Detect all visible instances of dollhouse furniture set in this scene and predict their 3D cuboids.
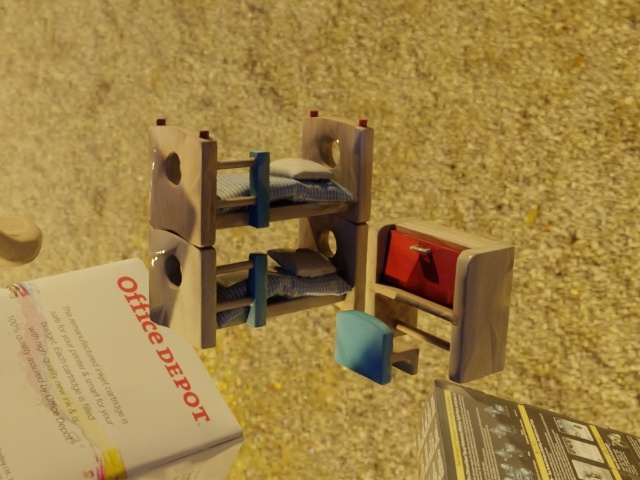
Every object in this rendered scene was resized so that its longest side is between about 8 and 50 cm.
[{"bbox_3d":[0.000,0.000,0.528,0.183,0.129,0.129,20,113,49],"label":"dollhouse furniture set"}]

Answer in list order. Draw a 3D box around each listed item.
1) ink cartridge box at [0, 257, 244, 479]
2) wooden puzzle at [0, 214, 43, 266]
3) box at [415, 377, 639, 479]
[{"bbox_3d":[-0.238,0.169,0.714,0.198,0.270,0.197,53,138,30],"label":"ink cartridge box"},{"bbox_3d":[-0.351,-0.024,0.388,0.322,0.348,0.080,-1,73,19],"label":"wooden puzzle"},{"bbox_3d":[0.275,0.318,1.017,0.395,0.318,0.097,-82,10,-71],"label":"box"}]
